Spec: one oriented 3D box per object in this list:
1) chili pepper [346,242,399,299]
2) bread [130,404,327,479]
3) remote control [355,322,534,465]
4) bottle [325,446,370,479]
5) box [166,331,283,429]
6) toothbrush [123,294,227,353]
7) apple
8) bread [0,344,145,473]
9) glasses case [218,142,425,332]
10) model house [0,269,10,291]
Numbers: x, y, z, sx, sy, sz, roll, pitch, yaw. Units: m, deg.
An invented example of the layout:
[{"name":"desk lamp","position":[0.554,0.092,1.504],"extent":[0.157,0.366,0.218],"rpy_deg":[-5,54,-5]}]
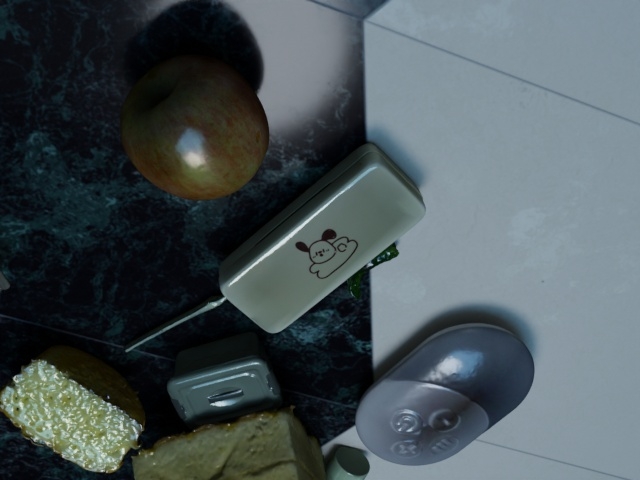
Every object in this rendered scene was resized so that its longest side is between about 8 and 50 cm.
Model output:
[{"name":"chili pepper","position":[0.070,0.040,1.723],"extent":[0.055,0.035,0.118],"rpy_deg":[36,113,-8]},{"name":"bread","position":[-0.136,0.426,1.830],"extent":[0.279,0.207,0.279],"rpy_deg":[-15,155,4]},{"name":"remote control","position":[0.205,0.261,1.856],"extent":[0.221,0.103,0.332],"rpy_deg":[33,115,-28]},{"name":"bottle","position":[0.016,0.463,2.006],"extent":[0.072,0.072,0.201],"rpy_deg":[18,123,-18]},{"name":"box","position":[-0.154,0.221,1.798],"extent":[0.172,0.093,0.124],"rpy_deg":[-15,127,6]},{"name":"toothbrush","position":[-0.195,0.108,1.752],"extent":[0.294,0.026,0.028],"rpy_deg":[-33,109,17]},{"name":"apple","position":[-0.163,-0.146,1.469],"extent":[0.188,0.188,0.174],"rpy_deg":[-29,129,15]},{"name":"bread","position":[-0.384,0.255,1.769],"extent":[0.229,0.139,0.143],"rpy_deg":[37,110,-13]},{"name":"glasses case","position":[0.000,0.000,1.645],"extent":[0.313,0.070,0.131],"rpy_deg":[-39,121,14]},{"name":"model house","position":[-0.569,0.042,1.609],"extent":[0.188,0.122,0.229],"rpy_deg":[-23,122,8]}]
